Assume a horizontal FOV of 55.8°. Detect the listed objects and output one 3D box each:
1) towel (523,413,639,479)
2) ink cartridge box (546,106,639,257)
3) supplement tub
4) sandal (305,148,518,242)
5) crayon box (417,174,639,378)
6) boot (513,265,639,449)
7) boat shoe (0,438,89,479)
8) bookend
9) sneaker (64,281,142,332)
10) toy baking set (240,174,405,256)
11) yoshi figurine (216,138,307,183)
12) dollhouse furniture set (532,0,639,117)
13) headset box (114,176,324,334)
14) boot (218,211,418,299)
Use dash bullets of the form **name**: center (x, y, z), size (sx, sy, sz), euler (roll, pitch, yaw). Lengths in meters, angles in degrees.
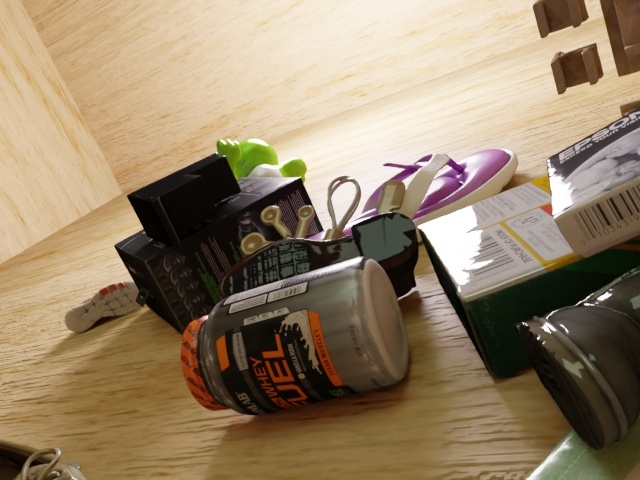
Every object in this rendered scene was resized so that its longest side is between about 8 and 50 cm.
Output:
- **towel**: center (0.250, 0.125, 0.239), size (0.248, 0.038, 0.325), euler (-31, 16, -28)
- **ink cartridge box**: center (0.281, -0.086, 0.470), size (0.206, 0.045, 0.208), euler (-30, 11, 27)
- **supplement tub**: center (-0.025, 0.093, 0.559), size (0.191, 0.116, 0.117), euler (-19, 17, 19)
- **sandal**: center (0.115, -0.061, 0.867), size (0.416, 0.102, 0.169), euler (-29, 18, -19)
- **crayon box**: center (0.268, -0.011, 0.545), size (0.323, 0.083, 0.203), euler (-23, 17, 6)
- **boot**: center (0.227, 0.033, 0.361), size (0.209, 0.076, 0.190), euler (-24, 1, 11)
- **boat shoe**: center (-0.266, 0.228, 0.516), size (0.285, 0.089, 0.104), euler (-8, 23, 42)
- **bookend**: center (-0.177, -0.064, 0.869), size (0.157, 0.072, 0.156), euler (-31, 20, -23)
- **sneaker**: center (-0.386, 0.111, 1.099), size (0.158, 0.061, 0.065), euler (-22, 10, 3)
- **toy baking set**: center (0.000, 0.006, 0.775), size (0.256, 0.030, 0.196), euler (-20, 54, 7)
- **yoshi figurine**: center (-0.203, -0.107, 1.297), size (0.362, 0.202, 0.204), euler (-30, 11, -30)
- **dollhouse furniture set**: center (0.418, -0.243, 0.772), size (0.212, 0.242, 0.161), euler (-13, 20, 32)
- **headset box**: center (-0.173, 0.015, 0.975), size (0.283, 0.131, 0.246), euler (-31, 19, -24)
- **boot**: center (0.006, 0.049, 0.667), size (0.219, 0.106, 0.082), euler (-15, 51, 7)
